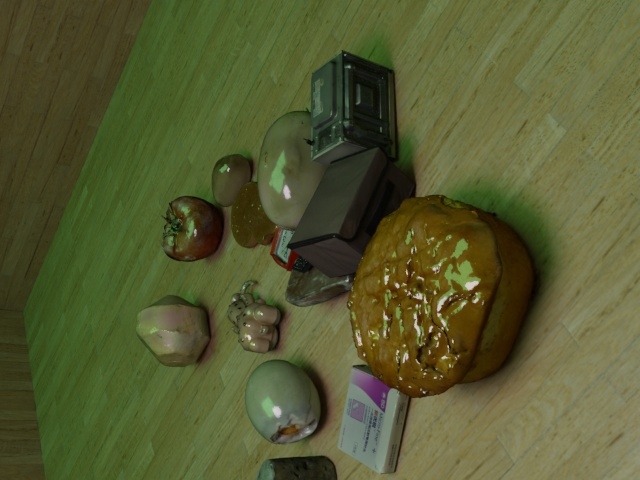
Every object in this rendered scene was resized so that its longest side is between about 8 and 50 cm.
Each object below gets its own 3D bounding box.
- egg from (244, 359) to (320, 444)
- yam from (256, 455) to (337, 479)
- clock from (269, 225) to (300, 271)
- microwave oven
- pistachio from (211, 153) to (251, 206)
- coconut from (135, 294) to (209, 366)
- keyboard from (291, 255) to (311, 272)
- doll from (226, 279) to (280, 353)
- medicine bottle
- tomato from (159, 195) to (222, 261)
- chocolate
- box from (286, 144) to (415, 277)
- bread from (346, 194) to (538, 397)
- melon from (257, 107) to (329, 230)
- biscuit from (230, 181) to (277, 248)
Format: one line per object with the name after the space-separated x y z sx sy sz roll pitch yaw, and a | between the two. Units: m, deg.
-0.098 0.390 1.885 0.183 0.183 0.217 -53 43 32 | egg
-0.064 0.563 1.784 0.107 0.194 0.107 -15 70 49 | yam
-0.078 -0.001 2.069 0.113 0.061 0.155 40 117 51 | clock
0.074 -0.307 1.824 0.145 0.194 0.241 -21 62 49 | microwave oven
-0.283 -0.191 2.372 0.186 0.126 0.108 -63 -4 27 | pistachio
-0.467 0.276 2.400 0.197 0.236 0.237 -34 55 39 | coconut
-0.001 -0.001 1.918 0.196 0.015 0.074 -54 24 -11 | keyboard
-0.197 0.217 2.142 0.278 0.119 0.154 42 115 61 | doll
0.121 0.396 1.694 0.171 0.052 0.201 16 96 54 | medicine bottle
-0.399 -0.038 2.428 0.155 0.180 0.214 -1 85 49 | tomato
0.027 0.088 1.868 0.254 0.080 0.157 -25 37 42 | chocolate
0.074 -0.058 1.717 0.188 0.153 0.252 -13 46 50 | box
0.223 0.108 1.489 0.398 0.215 0.398 -16 70 52 | bread
-0.051 -0.181 1.933 0.223 0.223 0.317 -8 76 53 | melon
-0.185 -0.077 2.249 0.288 0.044 0.202 0 82 53 | biscuit
